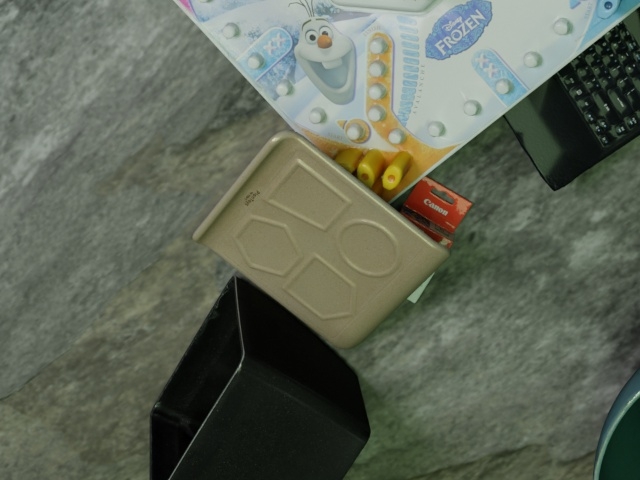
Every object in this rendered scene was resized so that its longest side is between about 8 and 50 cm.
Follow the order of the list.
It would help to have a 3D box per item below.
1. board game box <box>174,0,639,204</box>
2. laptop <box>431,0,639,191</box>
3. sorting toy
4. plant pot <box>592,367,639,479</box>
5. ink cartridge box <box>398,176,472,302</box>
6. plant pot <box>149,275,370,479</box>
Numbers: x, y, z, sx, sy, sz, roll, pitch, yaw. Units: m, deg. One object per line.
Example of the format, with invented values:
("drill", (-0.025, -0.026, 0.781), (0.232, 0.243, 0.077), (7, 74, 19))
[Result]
("board game box", (0.051, -0.264, 1.355), (0.390, 0.050, 0.390), (-39, 100, 29))
("laptop", (0.274, -0.201, 1.352), (0.264, 0.136, 0.234), (-34, 101, 3))
("sorting toy", (0.000, 0.000, 1.469), (0.208, 0.038, 0.193), (35, 133, -8))
("plant pot", (0.404, 0.200, 1.436), (0.290, 0.195, 0.290), (2, 108, 5))
("ink cartridge box", (0.098, -0.002, 1.491), (0.063, 0.029, 0.115), (30, 108, -3))
("plant pot", (-0.057, 0.181, 1.493), (0.167, 0.187, 0.188), (27, 108, -16))
